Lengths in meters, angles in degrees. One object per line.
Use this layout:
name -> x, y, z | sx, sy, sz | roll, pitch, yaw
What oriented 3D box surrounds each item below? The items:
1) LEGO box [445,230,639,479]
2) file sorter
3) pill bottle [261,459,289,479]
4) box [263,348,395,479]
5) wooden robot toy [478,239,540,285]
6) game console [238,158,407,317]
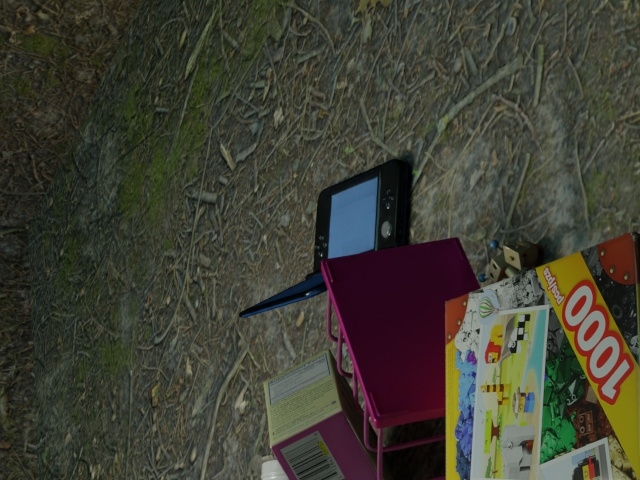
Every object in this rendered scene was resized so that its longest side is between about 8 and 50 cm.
LEGO box -> 0.315, 0.283, 1.575 | 0.372, 0.193, 0.500 | -28, 56, 58
file sorter -> 0.132, 0.173, 1.942 | 0.182, 0.202, 0.291 | 90, 166, -45
pill bottle -> -0.057, 0.479, 2.346 | 0.117, 0.117, 0.215 | -35, 50, 55
box -> 0.019, 0.311, 2.057 | 0.214, 0.117, 0.243 | 61, -176, -17
wooden robot toy -> 0.272, 0.039, 1.911 | 0.076, 0.079, 0.173 | 47, 157, 21
game console -> 0.000, 0.000, 2.336 | 0.293, 0.173, 0.250 | -20, 64, 60
